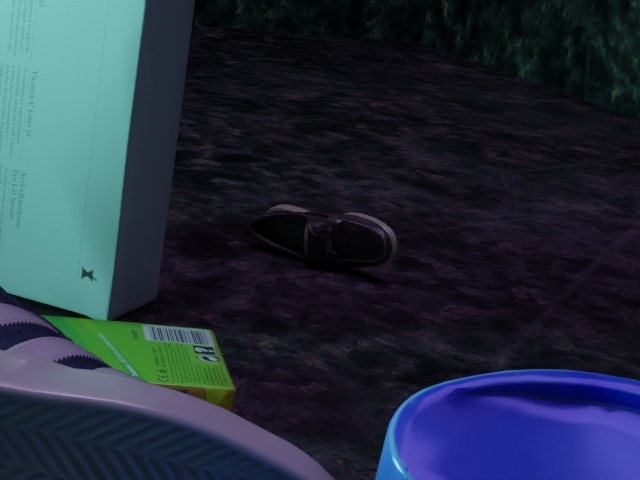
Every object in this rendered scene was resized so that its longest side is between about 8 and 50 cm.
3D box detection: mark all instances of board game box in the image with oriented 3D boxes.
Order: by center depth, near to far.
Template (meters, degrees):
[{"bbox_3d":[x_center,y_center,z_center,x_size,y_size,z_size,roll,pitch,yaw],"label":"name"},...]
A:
[{"bbox_3d":[-0.194,0.082,1.049,0.259,0.039,0.124,8,14,-13],"label":"board game box"}]

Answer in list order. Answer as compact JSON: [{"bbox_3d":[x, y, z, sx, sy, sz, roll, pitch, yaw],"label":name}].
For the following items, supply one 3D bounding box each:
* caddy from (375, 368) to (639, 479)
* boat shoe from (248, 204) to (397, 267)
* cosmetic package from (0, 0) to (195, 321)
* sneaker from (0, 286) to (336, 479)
[{"bbox_3d":[0.132,0.196,0.552,0.341,0.179,0.241,13,39,16],"label":"caddy"},{"bbox_3d":[0.000,0.000,1.450,0.152,0.056,0.049,7,16,35],"label":"boat shoe"},{"bbox_3d":[-0.250,-0.153,1.225,0.284,0.377,0.097,15,17,20],"label":"cosmetic package"},{"bbox_3d":[-0.142,0.082,0.749,0.350,0.131,0.148,24,19,-21],"label":"sneaker"}]
